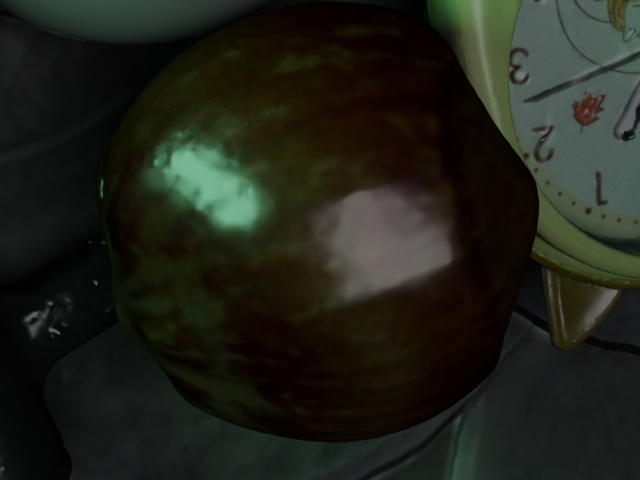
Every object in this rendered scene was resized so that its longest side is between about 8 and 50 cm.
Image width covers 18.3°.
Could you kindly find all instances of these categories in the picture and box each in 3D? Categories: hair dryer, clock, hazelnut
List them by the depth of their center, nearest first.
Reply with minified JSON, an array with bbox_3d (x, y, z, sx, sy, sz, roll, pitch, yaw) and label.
[{"bbox_3d":[0.000,0.000,0.988,0.218,0.218,0.234,-27,117,-11],"label":"hazelnut"},{"bbox_3d":[-0.138,0.022,1.070,0.251,0.089,0.197,-30,111,-20],"label":"hair dryer"},{"bbox_3d":[0.184,-0.117,1.118,0.286,0.117,0.348,-9,108,-18],"label":"clock"}]

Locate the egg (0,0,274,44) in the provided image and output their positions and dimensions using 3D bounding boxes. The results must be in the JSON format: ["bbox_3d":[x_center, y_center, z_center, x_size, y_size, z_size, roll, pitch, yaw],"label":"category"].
[{"bbox_3d":[-0.081,-0.172,0.988,0.199,0.146,0.146,-20,111,-17],"label":"egg"}]
